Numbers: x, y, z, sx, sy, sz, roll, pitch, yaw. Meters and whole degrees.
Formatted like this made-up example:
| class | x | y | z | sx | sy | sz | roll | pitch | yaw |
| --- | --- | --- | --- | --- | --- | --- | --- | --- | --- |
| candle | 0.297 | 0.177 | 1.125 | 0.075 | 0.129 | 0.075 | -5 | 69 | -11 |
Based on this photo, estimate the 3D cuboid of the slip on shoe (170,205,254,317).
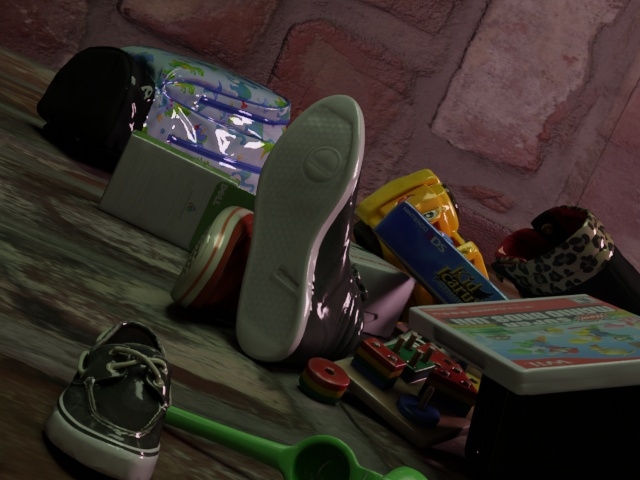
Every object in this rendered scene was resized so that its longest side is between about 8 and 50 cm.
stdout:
| class | x | y | z | sx | sy | sz | roll | pitch | yaw |
| --- | --- | --- | --- | --- | --- | --- | --- | --- | --- |
| slip on shoe | -0.075 | 0.037 | 1.646 | 0.101 | 0.123 | 0.331 | 32 | 3 | 13 |

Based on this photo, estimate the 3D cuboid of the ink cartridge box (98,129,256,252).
| class | x | y | z | sx | sy | sz | roll | pitch | yaw |
| --- | --- | --- | --- | --- | --- | --- | --- | --- | --- |
| ink cartridge box | -0.171 | -0.049 | 1.947 | 0.209 | 0.109 | 0.062 | 25 | 8 | -4 |

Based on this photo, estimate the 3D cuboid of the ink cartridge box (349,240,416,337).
| class | x | y | z | sx | sy | sz | roll | pitch | yaw |
| --- | --- | --- | --- | --- | --- | --- | --- | --- | --- |
| ink cartridge box | -0.004 | 0.034 | 2.001 | 0.219 | 0.092 | 0.160 | 31 | 9 | 35 |

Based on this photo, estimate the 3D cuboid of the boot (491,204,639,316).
| class | x | y | z | sx | sy | sz | roll | pitch | yaw |
| --- | --- | --- | --- | --- | --- | --- | --- | --- | --- |
| boot | 0.338 | 0.099 | 1.951 | 0.284 | 0.138 | 0.377 | 47 | -16 | -12 |

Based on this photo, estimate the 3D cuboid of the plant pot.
| class | x | y | z | sx | sy | sz | roll | pitch | yaw |
| --- | --- | --- | --- | --- | --- | --- | --- | --- | --- |
| plant pot | 0.242 | 0.182 | 1.465 | 0.167 | 0.188 | 0.187 | 13 | 8 | -6 |

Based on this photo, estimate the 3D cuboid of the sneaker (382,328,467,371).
| class | x | y | z | sx | sy | sz | roll | pitch | yaw |
| --- | --- | --- | --- | --- | --- | --- | --- | --- | --- |
| sneaker | 0.114 | 0.131 | 1.738 | 0.085 | 0.086 | 0.237 | 30 | 9 | 19 |

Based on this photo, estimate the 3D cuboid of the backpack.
| class | x | y | z | sx | sy | sz | roll | pitch | yaw |
| --- | --- | --- | --- | --- | --- | --- | --- | --- | --- |
| backpack | -0.218 | -0.182 | 2.363 | 0.355 | 0.273 | 0.290 | 36 | -7 | -33 |

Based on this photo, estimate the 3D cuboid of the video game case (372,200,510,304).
| class | x | y | z | sx | sy | sz | roll | pitch | yaw |
| --- | --- | --- | --- | --- | --- | --- | --- | --- | --- |
| video game case | 0.194 | 0.083 | 1.835 | 0.269 | 0.061 | 0.244 | 46 | 0 | 16 |

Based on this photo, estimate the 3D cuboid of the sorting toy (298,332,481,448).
| class | x | y | z | sx | sy | sz | roll | pitch | yaw |
| --- | --- | --- | --- | --- | --- | --- | --- | --- | --- |
| sorting toy | 0.105 | 0.146 | 1.547 | 0.132 | 0.046 | 0.274 | 39 | 24 | 26 |

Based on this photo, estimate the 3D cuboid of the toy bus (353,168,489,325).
| class | x | y | z | sx | sy | sz | roll | pitch | yaw |
| --- | --- | --- | --- | --- | --- | --- | --- | --- | --- |
| toy bus | 0.162 | 0.043 | 2.060 | 0.211 | 0.149 | 0.220 | 46 | -21 | 53 |

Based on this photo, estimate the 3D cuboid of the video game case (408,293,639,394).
| class | x | y | z | sx | sy | sz | roll | pitch | yaw |
| --- | --- | --- | --- | --- | --- | --- | --- | --- | --- |
| video game case | 0.225 | 0.094 | 1.426 | 0.204 | 0.025 | 0.285 | -3 | 10 | -16 |

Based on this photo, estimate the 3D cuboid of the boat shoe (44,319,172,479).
| class | x | y | z | sx | sy | sz | roll | pitch | yaw |
| --- | --- | --- | --- | --- | --- | --- | --- | --- | --- |
| boat shoe | -0.142 | 0.104 | 1.043 | 0.078 | 0.070 | 0.219 | 24 | 7 | -12 |

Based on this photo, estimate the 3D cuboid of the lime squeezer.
| class | x | y | z | sx | sy | sz | roll | pitch | yaw |
| --- | --- | --- | --- | --- | --- | --- | --- | --- | --- |
| lime squeezer | 0.021 | 0.179 | 1.141 | 0.310 | 0.058 | 0.110 | 23 | 8 | -18 |

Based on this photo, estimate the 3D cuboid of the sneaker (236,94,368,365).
| class | x | y | z | sx | sy | sz | roll | pitch | yaw |
| --- | --- | --- | --- | --- | --- | --- | --- | --- | --- |
| sneaker | 0.000 | 0.000 | 1.586 | 0.105 | 0.295 | 0.147 | 8 | -14 | 27 |
